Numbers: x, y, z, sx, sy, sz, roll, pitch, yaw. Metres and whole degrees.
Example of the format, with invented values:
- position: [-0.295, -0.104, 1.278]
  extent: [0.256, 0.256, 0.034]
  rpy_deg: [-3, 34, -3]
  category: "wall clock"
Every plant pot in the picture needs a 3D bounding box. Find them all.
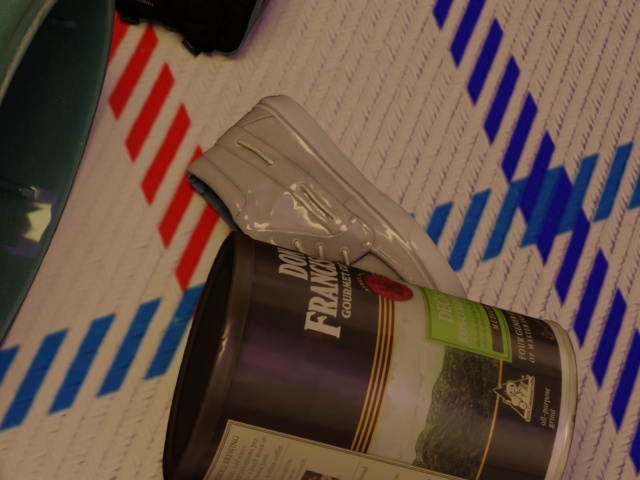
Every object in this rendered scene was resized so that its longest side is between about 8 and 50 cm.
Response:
- position: [-0.365, -0.094, 0.957]
  extent: [0.334, 0.341, 0.341]
  rpy_deg: [19, 68, 0]
  category: "plant pot"

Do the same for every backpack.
- position: [-0.104, -0.270, 1.145]
  extent: [0.166, 0.188, 0.144]
  rpy_deg: [26, 67, -6]
  category: "backpack"

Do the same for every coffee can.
- position: [0.034, 0.125, 1.049]
  extent: [0.275, 0.201, 0.201]
  rpy_deg: [16, 69, -11]
  category: "coffee can"

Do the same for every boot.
- position: [0.000, 0.000, 1.149]
  extent: [0.123, 0.095, 0.258]
  rpy_deg: [-41, 78, -17]
  category: "boot"
